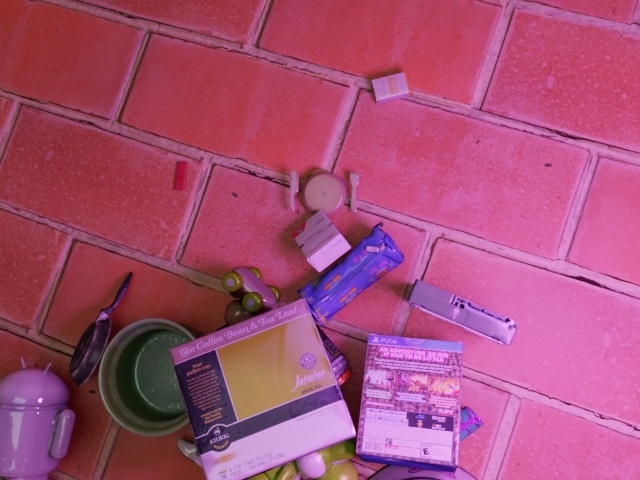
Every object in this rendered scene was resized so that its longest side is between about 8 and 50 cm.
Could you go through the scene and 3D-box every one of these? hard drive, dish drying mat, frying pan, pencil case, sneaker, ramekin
[{"bbox_3d":[0.324,0.169,1.417,0.237,0.339,0.064,23,87,10],"label":"hard drive"},{"bbox_3d":[-0.406,-0.188,1.743,0.032,0.008,0.083,4,85,10],"label":"dish drying mat"},{"bbox_3d":[-0.603,0.245,1.641,0.053,0.197,0.326,28,90,-27],"label":"frying pan"},{"bbox_3d":[0.336,0.488,1.515,0.152,0.070,0.064,-40,79,2],"label":"pencil case"},{"bbox_3d":[-0.313,0.575,1.624,0.161,0.057,0.075,34,73,12],"label":"sneaker"},{"bbox_3d":[0.080,0.091,1.571,0.306,0.133,0.119,-40,79,4],"label":"pencil case"},{"bbox_3d":[-0.422,0.360,1.611,0.304,0.148,0.303,-1,83,9],"label":"ramekin"}]

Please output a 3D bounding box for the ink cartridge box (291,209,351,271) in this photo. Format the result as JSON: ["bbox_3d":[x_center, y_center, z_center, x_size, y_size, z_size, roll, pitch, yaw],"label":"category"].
[{"bbox_3d":[0.000,0.000,1.585,0.109,0.063,0.150,-38,35,3],"label":"ink cartridge box"}]

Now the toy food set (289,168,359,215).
[{"bbox_3d":[0.010,-0.133,1.660,0.192,0.038,0.132,3,91,4],"label":"toy food set"}]

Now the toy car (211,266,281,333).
[{"bbox_3d":[-0.224,0.180,1.609,0.149,0.155,0.188,43,104,11],"label":"toy car"}]

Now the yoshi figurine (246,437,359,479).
[{"bbox_3d":[-0.056,0.605,1.494,0.362,0.203,0.203,-25,41,14],"label":"yoshi figurine"}]

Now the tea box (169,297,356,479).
[{"bbox_3d":[-0.125,0.352,1.378,0.329,0.220,0.323,-20,72,-2],"label":"tea box"}]

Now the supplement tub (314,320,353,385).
[{"bbox_3d":[-0.010,0.306,1.568,0.117,0.117,0.190,-42,78,2],"label":"supplement tub"}]

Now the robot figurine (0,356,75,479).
[{"bbox_3d":[-0.800,0.503,1.629,0.300,0.200,0.353,3,84,16],"label":"robot figurine"}]

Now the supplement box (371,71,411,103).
[{"bbox_3d":[0.196,-0.422,1.659,0.099,0.036,0.062,-12,82,7],"label":"supplement box"}]

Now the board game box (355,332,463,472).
[{"bbox_3d":[0.222,0.395,1.461,0.232,0.141,0.290,4,64,11],"label":"board game box"}]

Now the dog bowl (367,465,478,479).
[{"bbox_3d":[0.258,0.755,1.458,0.409,0.150,0.407,-1,84,9],"label":"dog bowl"}]
